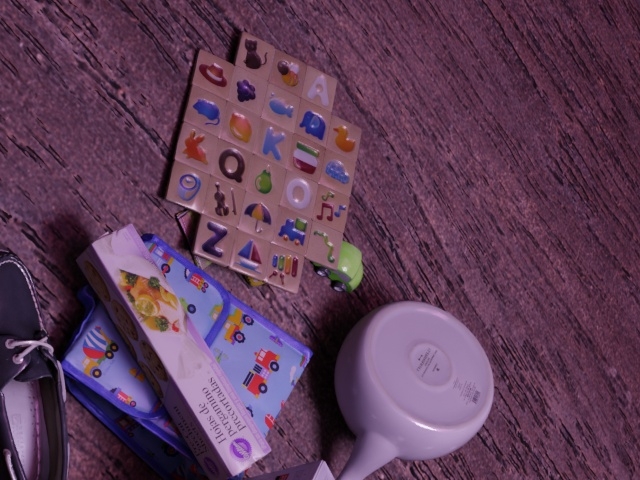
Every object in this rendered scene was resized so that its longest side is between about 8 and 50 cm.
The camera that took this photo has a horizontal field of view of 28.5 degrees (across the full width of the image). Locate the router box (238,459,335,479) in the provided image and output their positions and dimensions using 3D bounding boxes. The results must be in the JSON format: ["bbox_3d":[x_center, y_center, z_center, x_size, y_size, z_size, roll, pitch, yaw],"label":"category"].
[{"bbox_3d":[-0.150,0.398,1.386,0.082,0.301,0.335,63,26,-18],"label":"router box"}]

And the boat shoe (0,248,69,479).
[{"bbox_3d":[-0.338,0.157,1.435,0.114,0.091,0.302,-10,93,-48],"label":"boat shoe"}]

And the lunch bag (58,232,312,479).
[{"bbox_3d":[-0.192,0.149,1.594,0.293,0.138,0.221,43,57,-20],"label":"lunch bag"}]

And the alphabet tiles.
[{"bbox_3d":[-0.073,-0.110,1.765,0.285,0.011,0.342,23,66,-29],"label":"alphabet tiles"}]

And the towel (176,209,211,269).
[{"bbox_3d":[-0.161,-0.009,1.709,0.060,0.009,0.083,-38,113,-44],"label":"towel"}]

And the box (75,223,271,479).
[{"bbox_3d":[-0.177,0.135,1.503,0.063,0.067,0.324,-30,86,-33],"label":"box"}]

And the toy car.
[{"bbox_3d":[0.000,0.000,1.850,0.225,0.053,0.239,41,57,-36],"label":"toy car"}]

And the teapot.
[{"bbox_3d":[0.120,0.221,1.867,0.256,0.187,0.252,-4,61,-31],"label":"teapot"}]
